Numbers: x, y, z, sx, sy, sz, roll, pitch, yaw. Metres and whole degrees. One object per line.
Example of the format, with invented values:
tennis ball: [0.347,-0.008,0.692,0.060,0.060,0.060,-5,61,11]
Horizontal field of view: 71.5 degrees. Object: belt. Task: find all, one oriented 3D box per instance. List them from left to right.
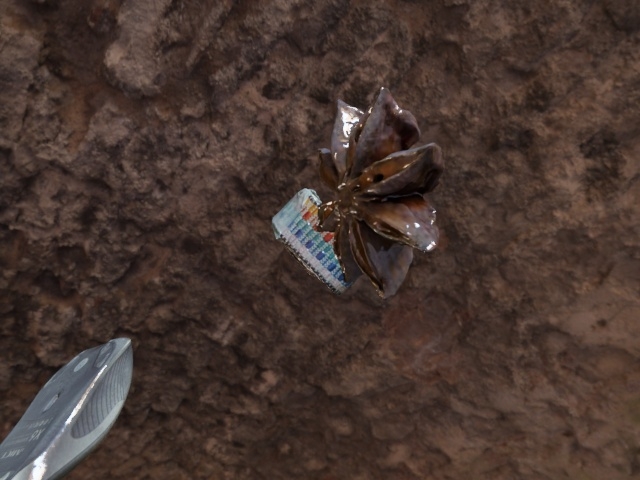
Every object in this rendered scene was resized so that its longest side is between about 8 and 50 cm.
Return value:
belt: [0.000,0.000,1.054,0.150,0.257,0.207,-45,-20,0]

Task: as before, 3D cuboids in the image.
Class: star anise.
star anise: [0.083,-0.072,0.698,0.118,0.331,0.331,-13,-36,-27]

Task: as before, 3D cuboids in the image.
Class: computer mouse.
computer mouse: [-0.366,0.284,0.596,0.167,0.379,0.090,-22,-65,31]
